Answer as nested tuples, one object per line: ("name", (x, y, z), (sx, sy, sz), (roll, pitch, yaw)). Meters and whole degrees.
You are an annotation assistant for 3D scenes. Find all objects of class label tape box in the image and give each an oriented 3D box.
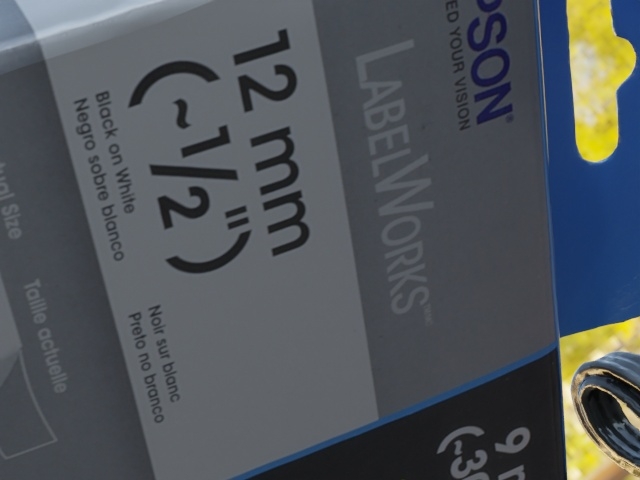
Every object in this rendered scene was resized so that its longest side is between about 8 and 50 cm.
("label tape box", (0.000, 0.000, 0.536), (0.347, 0.115, 0.249), (-18, -55, -13))

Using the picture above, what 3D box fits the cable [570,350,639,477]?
("cable", (0.241, 0.121, 0.814), (0.072, 0.139, 0.287), (-27, 15, -19))
